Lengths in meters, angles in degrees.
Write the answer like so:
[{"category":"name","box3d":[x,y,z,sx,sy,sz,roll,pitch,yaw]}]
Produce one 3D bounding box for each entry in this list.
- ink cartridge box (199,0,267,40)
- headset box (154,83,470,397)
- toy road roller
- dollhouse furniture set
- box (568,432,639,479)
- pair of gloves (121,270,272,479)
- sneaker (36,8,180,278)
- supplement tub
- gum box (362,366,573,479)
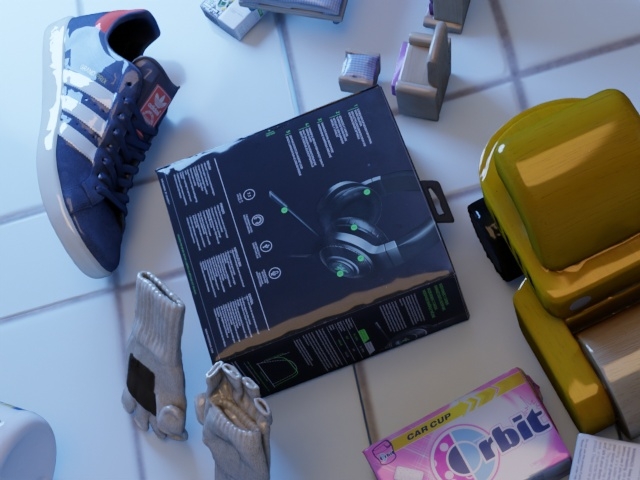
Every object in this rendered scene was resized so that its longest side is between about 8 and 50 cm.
[{"category":"ink cartridge box","box3d":[-0.086,-0.306,1.698,0.063,0.029,0.115,38,79,25]},{"category":"headset box","box3d":[0.000,0.000,1.479,0.283,0.131,0.246,-22,62,3]},{"category":"toy road roller","box3d":[0.275,0.005,1.348,0.203,0.240,0.329,-27,62,1]},{"category":"dollhouse furniture set","box3d":[0.018,-0.328,1.570,0.303,0.198,0.286,12,69,11]},{"category":"box","box3d":[0.302,0.262,1.317,0.137,0.072,0.126,9,68,18]},{"category":"pair of gloves","box3d":[-0.129,0.171,1.399,0.042,0.204,0.240,-25,54,-32]},{"category":"sneaker","box3d":[-0.234,-0.127,1.594,0.148,0.131,0.350,-14,63,12]},{"category":"supplement tub","box3d":[-0.396,0.227,1.462,0.200,0.144,0.144,15,70,20]},{"category":"gum box","box3d":[0.152,0.217,1.380,0.188,0.062,0.107,-28,63,0]}]
